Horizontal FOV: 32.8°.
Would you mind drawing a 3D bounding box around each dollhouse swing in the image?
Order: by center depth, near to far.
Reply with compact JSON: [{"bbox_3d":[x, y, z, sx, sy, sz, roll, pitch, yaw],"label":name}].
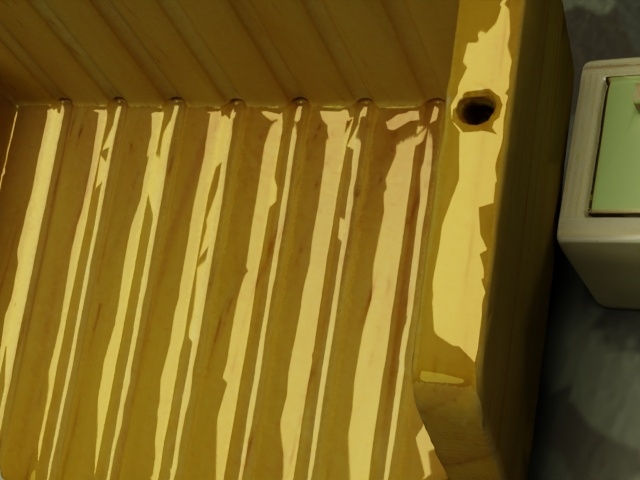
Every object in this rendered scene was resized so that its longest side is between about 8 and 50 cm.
[{"bbox_3d":[-0.099,-0.047,0.456,0.346,0.305,0.315,4,78,23],"label":"dollhouse swing"}]

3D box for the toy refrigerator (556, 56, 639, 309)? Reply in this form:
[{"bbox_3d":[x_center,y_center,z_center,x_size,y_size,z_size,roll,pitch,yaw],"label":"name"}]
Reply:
[{"bbox_3d":[0.252,-0.028,0.484,0.269,0.094,0.102,1,65,31],"label":"toy refrigerator"}]

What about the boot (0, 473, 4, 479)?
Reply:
[{"bbox_3d":[-0.268,0.168,0.688,0.244,0.088,0.176,-44,50,7],"label":"boot"}]
